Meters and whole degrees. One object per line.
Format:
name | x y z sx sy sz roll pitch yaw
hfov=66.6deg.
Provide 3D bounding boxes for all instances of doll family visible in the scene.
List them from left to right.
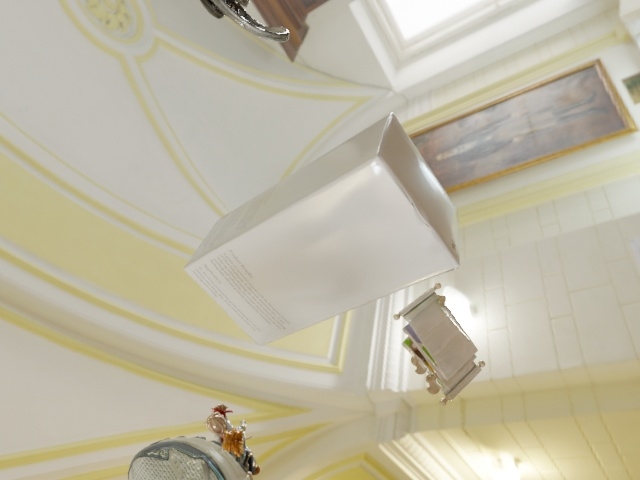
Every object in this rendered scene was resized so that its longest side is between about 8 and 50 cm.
doll family | -0.142 0.402 0.828 0.163 0.118 0.263 80 -173 -45

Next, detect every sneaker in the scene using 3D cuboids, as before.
sneaker | -0.107 0.280 0.437 0.122 0.283 0.110 14 -81 -53

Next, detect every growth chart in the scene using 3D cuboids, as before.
growth chart | 0.267 0.234 1.108 0.172 0.021 0.237 -26 -100 -20

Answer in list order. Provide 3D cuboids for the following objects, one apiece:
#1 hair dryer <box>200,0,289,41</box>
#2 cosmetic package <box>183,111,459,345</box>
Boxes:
hair dryer | -0.172 -0.243 0.360 0.293 0.080 0.223 37 179 16
cosmetic package | 0.000 0.000 0.735 0.197 0.365 0.155 52 -149 -21
